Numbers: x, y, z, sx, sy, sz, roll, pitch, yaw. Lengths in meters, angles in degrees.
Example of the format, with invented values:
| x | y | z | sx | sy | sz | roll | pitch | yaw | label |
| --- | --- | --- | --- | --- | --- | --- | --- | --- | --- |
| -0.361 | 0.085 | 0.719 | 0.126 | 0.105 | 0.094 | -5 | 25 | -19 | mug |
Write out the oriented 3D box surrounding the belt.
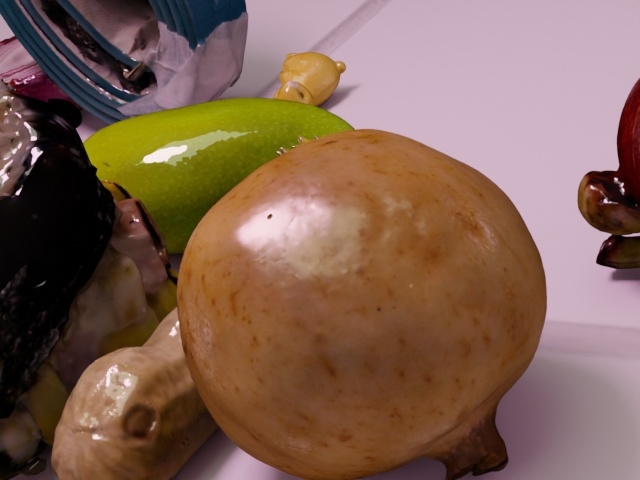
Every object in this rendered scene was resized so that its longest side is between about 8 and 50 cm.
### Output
| x | y | z | sx | sy | sz | roll | pitch | yaw | label |
| --- | --- | --- | --- | --- | --- | --- | --- | --- | --- |
| -0.286 | -0.354 | 1.799 | 0.300 | 0.436 | 0.173 | -30 | 16 | 42 | belt |

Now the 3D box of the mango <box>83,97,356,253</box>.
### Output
| x | y | z | sx | sy | sz | roll | pitch | yaw | label |
| --- | --- | --- | --- | --- | --- | --- | --- | --- | --- |
| -0.118 | -0.077 | 1.476 | 0.343 | 0.156 | 0.192 | -11 | 29 | 9 | mango |

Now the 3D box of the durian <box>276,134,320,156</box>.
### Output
| x | y | z | sx | sy | sz | roll | pitch | yaw | label |
| --- | --- | --- | --- | --- | --- | --- | --- | --- | --- |
| -0.015 | -0.005 | 1.297 | 0.153 | 0.187 | 0.260 | -7 | 16 | 7 | durian |

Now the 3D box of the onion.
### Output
| x | y | z | sx | sy | sz | roll | pitch | yaw | label |
| --- | --- | --- | --- | --- | --- | --- | --- | --- | --- |
| -0.439 | -0.229 | 1.979 | 0.227 | 0.120 | 0.283 | 5 | 29 | 33 | onion |

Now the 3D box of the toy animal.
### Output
| x | y | z | sx | sy | sz | roll | pitch | yaw | label |
| --- | --- | --- | --- | --- | --- | --- | --- | --- | --- |
| -0.027 | -0.186 | 1.728 | 0.083 | 0.070 | 0.159 | -1 | 36 | 25 | toy animal |

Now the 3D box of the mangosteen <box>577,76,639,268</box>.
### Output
| x | y | z | sx | sy | sz | roll | pitch | yaw | label |
| --- | --- | --- | --- | --- | --- | --- | --- | --- | --- |
| 0.337 | -0.057 | 1.148 | 0.257 | 0.215 | 0.215 | -37 | 19 | 26 | mangosteen |

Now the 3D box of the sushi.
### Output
| x | y | z | sx | sy | sz | roll | pitch | yaw | label |
| --- | --- | --- | --- | --- | --- | --- | --- | --- | --- |
| -0.320 | 0.041 | 1.243 | 0.328 | 0.285 | 0.328 | 8 | 65 | 34 | sushi |

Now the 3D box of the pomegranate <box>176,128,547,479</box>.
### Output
| x | y | z | sx | sy | sz | roll | pitch | yaw | label |
| --- | --- | --- | --- | --- | --- | --- | --- | --- | --- |
| 0.028 | 0.045 | 1.039 | 0.307 | 0.307 | 0.307 | -14 | 28 | 7 | pomegranate |

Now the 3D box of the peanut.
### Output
| x | y | z | sx | sy | sz | roll | pitch | yaw | label |
| --- | --- | --- | --- | --- | --- | --- | --- | --- | --- |
| -0.139 | 0.132 | 1.143 | 0.236 | 0.120 | 0.110 | -50 | 2 | -37 | peanut |
